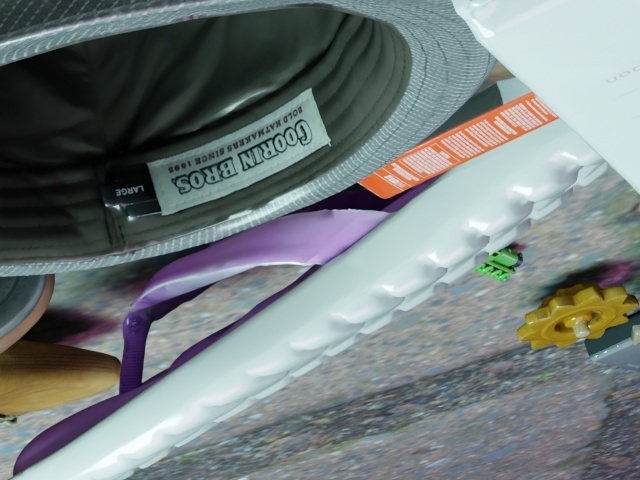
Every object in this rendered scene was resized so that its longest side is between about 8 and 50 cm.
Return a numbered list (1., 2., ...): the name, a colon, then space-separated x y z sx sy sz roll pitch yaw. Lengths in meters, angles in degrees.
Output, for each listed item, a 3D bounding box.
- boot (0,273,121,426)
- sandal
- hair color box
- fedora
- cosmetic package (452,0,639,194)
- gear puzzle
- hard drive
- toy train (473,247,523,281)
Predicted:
1. boot: -0.186 0.068 0.894 0.264 0.096 0.280 -26 159 20
2. sandal: 0.002 0.001 0.887 0.416 0.102 0.169 -33 172 6
3. hair color box: 0.071 -0.081 0.755 0.141 0.072 0.043 -25 158 17
4. fedora: -0.069 -0.081 0.566 0.244 0.124 0.275 -13 167 -6
5. cosmetic package: 0.141 -0.118 0.521 0.156 0.217 0.385 -24 156 17
6. gear puzzle: 0.299 0.017 1.226 0.339 0.044 0.175 -16 154 -3
7. hard drive: 0.287 0.064 1.361 0.135 0.022 0.094 -28 157 27
8. toy train: 0.104 0.009 1.086 0.024 0.017 0.083 -37 153 20
